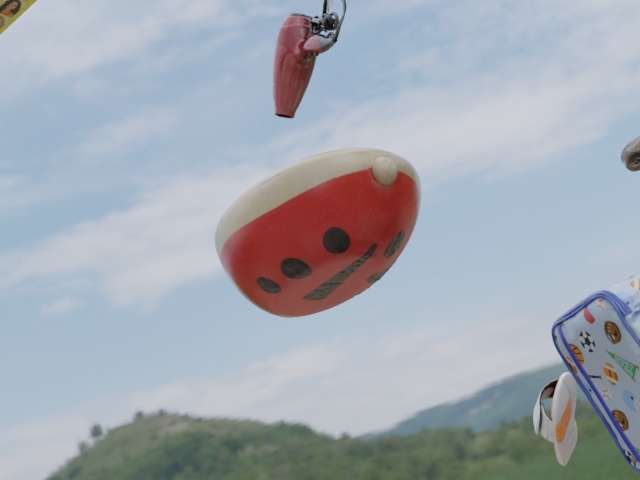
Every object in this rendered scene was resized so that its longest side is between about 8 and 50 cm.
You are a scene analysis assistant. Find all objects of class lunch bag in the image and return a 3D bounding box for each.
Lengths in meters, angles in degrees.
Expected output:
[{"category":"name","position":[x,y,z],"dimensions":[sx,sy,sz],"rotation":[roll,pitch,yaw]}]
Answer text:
[{"category":"lunch bag","position":[0.496,0.216,1.945],"dimensions":[0.115,0.303,0.243],"rotation":[-24,-13,-27]}]

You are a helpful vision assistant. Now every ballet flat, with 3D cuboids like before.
[{"category":"ballet flat","position":[0.691,-0.224,2.440],"dimensions":[0.250,0.084,0.058],"rotation":[-42,28,3]}]

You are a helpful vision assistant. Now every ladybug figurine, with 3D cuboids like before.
[{"category":"ladybug figurine","position":[0.000,0.000,2.021],"dimensions":[0.305,0.162,0.449],"rotation":[3,-26,-26]}]

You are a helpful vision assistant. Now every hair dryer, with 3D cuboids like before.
[{"category":"hair dryer","position":[-0.032,-0.346,2.226],"dimensions":[0.080,0.223,0.293],"rotation":[13,-55,-10]}]

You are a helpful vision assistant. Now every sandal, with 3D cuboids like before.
[{"category":"sandal","position":[0.461,0.360,2.507],"dimensions":[0.076,0.102,0.265],"rotation":[16,-38,25]}]

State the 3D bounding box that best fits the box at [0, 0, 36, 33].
[{"category":"box","position":[-0.493,-0.425,2.047],"dimensions":[0.232,0.087,0.058],"rotation":[-31,-33,35]}]
